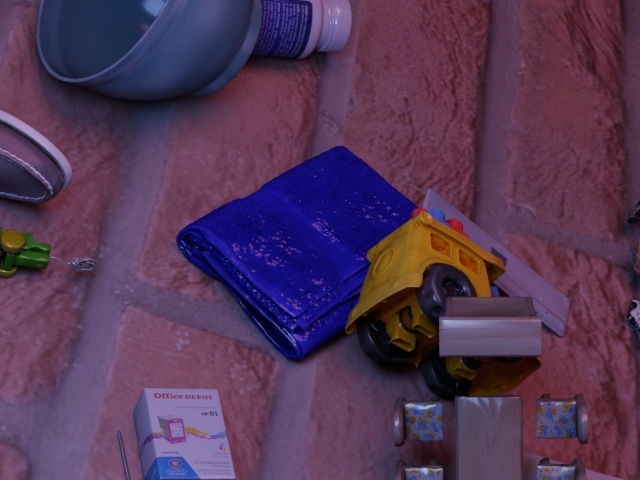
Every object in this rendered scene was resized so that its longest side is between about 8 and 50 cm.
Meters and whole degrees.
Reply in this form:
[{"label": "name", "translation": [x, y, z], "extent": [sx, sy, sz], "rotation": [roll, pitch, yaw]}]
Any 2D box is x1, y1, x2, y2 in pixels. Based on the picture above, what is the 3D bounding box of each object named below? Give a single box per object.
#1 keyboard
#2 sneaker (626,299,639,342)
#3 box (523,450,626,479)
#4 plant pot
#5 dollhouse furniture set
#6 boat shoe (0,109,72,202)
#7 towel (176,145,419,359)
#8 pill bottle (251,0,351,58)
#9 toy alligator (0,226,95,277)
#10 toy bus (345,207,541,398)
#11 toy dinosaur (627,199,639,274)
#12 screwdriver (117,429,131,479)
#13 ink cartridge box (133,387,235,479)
[{"label": "keyboard", "translation": [0.229, 0.029, 2.178], "extent": [0.256, 0.014, 0.072], "rotation": [38, 35, -17]}, {"label": "sneaker", "translation": [0.427, 0.112, 2.242], "extent": [0.037, 0.032, 0.083], "rotation": [11, 39, 4]}, {"label": "box", "translation": [0.313, 0.403, 1.894], "extent": [0.232, 0.058, 0.322], "rotation": [17, 43, -9]}, {"label": "plant pot", "translation": [-0.201, -0.302, 2.181], "extent": [0.196, 0.293, 0.293], "rotation": [27, 36, -40]}, {"label": "dollhouse furniture set", "translation": [0.185, 0.191, 1.831], "extent": [0.212, 0.242, 0.161], "rotation": [-1, 6, 5]}, {"label": "boat shoe", "translation": [-0.455, -0.115, 1.981], "extent": [0.324, 0.116, 0.096], "rotation": [25, 48, 4]}, {"label": "towel", "translation": [0.000, 0.000, 2.109], "extent": [0.227, 0.076, 0.308], "rotation": [44, 46, 17]}, {"label": "pill bottle", "translation": [-0.057, -0.312, 2.348], "extent": [0.187, 0.112, 0.112], "rotation": [3, 49, -23]}, {"label": "toy alligator", "translation": [-0.357, 0.008, 1.949], "extent": [0.190, 0.056, 0.051], "rotation": [4, 48, -22]}, {"label": "toy bus", "translation": [0.158, 0.062, 2.039], "extent": [0.220, 0.149, 0.211], "rotation": [31, 46, -22]}, {"label": "toy dinosaur", "translation": [0.561, -0.032, 2.360], "extent": [0.218, 0.164, 0.322], "rotation": [26, 63, 23]}, {"label": "screwdriver", "translation": [-0.204, 0.274, 1.805], "extent": [0.024, 0.025, 0.170], "rotation": [2, 40, -23]}, {"label": "ink cartridge box", "translation": [-0.151, 0.224, 1.846], "extent": [0.088, 0.052, 0.122], "rotation": [3, 47, -22]}]
